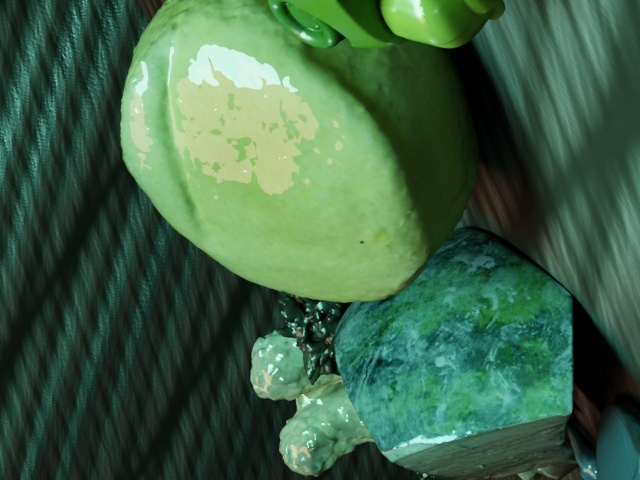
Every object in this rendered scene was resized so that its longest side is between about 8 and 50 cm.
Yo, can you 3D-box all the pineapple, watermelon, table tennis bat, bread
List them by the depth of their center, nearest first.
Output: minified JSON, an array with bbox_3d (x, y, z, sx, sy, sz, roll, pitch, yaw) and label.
[{"bbox_3d":[-0.012,-0.108,1.063,0.320,0.237,0.320,18,148,12],"label":"bread"},{"bbox_3d":[0.292,0.246,1.133,0.329,0.044,0.215,77,-172,-66],"label":"table tennis bat"},{"bbox_3d":[0.166,0.143,1.267,0.258,0.228,0.387,49,-178,-23],"label":"watermelon"},{"bbox_3d":[0.000,0.000,1.439,0.202,0.202,0.362,-134,27,-55],"label":"pineapple"}]

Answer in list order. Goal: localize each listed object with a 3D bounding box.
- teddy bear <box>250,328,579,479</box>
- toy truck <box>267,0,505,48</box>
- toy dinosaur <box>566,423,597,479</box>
[{"bbox_3d":[0.105,0.226,1.568,0.362,0.375,0.327,-100,-9,-72],"label":"teddy bear"},{"bbox_3d":[0.049,-0.193,0.739,0.210,0.148,0.187,29,163,26],"label":"toy truck"},{"bbox_3d":[0.318,0.266,1.364,0.197,0.045,0.080,48,178,-13],"label":"toy dinosaur"}]
